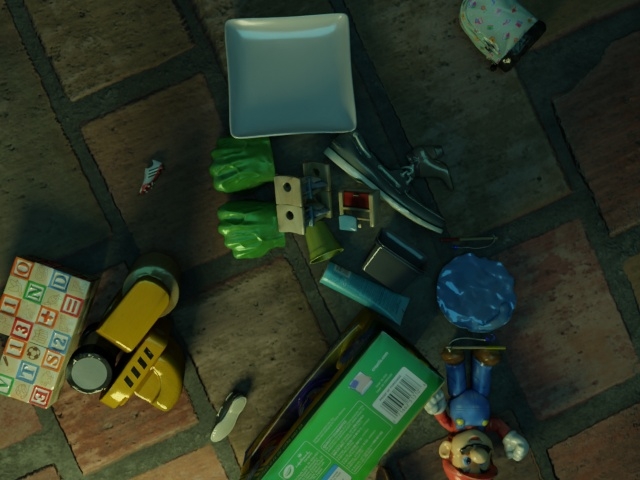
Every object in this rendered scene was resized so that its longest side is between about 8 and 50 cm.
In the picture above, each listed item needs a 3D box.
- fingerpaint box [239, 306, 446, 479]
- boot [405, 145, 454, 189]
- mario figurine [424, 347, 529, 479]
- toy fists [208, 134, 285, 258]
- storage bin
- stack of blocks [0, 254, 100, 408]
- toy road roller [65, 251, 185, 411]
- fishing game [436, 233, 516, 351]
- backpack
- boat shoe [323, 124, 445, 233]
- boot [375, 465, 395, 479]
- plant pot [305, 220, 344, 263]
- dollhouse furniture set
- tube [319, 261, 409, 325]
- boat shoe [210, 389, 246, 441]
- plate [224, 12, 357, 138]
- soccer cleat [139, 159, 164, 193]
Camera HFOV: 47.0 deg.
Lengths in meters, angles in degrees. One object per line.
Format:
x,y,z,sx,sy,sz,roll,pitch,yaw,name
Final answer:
0.024,0.370,1.514,0.163,0.371,0.444,39,91,-2,fingerpaint box
0.247,-0.160,1.674,0.087,0.042,0.118,-19,91,5,boot
0.343,0.399,1.621,0.198,0.170,0.320,-5,83,32,mario figurine
-0.168,-0.099,1.634,0.142,0.096,0.279,-8,91,-12,toy fists
0.163,0.048,1.655,0.135,0.098,0.091,35,118,-3,storage bin
-0.625,0.198,1.629,0.171,0.087,0.297,19,91,-2,stack of blocks
-0.369,0.214,1.589,0.241,0.202,0.329,35,95,-15,toy road roller
0.352,0.118,1.666,0.189,0.041,0.264,-3,76,-6,fishing game
0.393,-0.482,1.629,0.182,0.115,0.152,42,93,0,backpack
0.159,-0.135,1.632,0.319,0.116,0.099,37,94,3,boat shoe
0.197,0.614,1.688,0.106,0.082,0.219,-12,88,-23,boot
0.000,0.000,1.653,0.083,0.083,0.079,-22,81,-1,plant pot
0.017,-0.090,1.568,0.184,0.129,0.128,7,113,30,dollhouse furniture set
0.101,0.115,1.666,0.207,0.052,0.080,27,57,-2,tube
-0.215,0.397,1.673,0.046,0.038,0.125,24,98,-44,boat shoe
-0.067,-0.361,1.633,0.277,0.045,0.277,-4,81,-2,plate
-0.385,-0.144,1.658,0.036,0.029,0.083,34,87,6,soccer cleat
